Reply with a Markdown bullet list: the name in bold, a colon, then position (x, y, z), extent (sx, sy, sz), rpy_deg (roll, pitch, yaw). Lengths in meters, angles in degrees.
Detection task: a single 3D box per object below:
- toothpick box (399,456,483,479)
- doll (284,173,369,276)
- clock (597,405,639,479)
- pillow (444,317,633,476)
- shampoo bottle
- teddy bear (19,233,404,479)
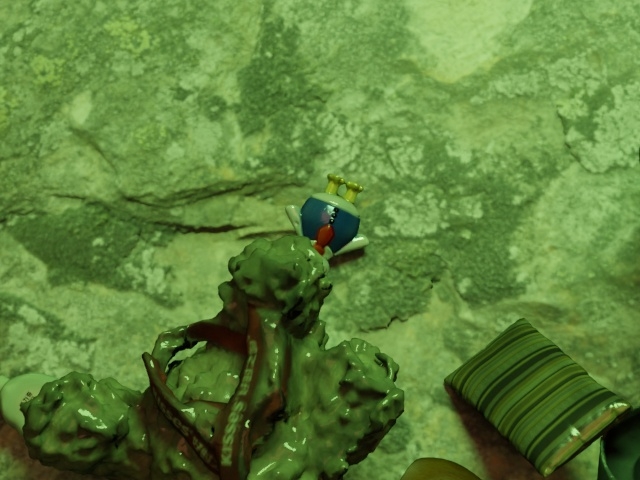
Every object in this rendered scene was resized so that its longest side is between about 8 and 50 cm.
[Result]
- **toothpick box**: position (0.197, 0.329, 1.392), extent (0.294, 0.192, 0.192), rpy_deg (24, 78, 15)
- **doll**: position (0.000, 0.000, 1.560), extent (0.098, 0.057, 0.143), rpy_deg (25, 83, -5)
- **clock**: position (0.395, 0.244, 1.367), extent (0.280, 0.280, 0.055), rpy_deg (11, 114, 7)
- **pillow**: position (0.213, 0.154, 1.457), extent (0.113, 0.038, 0.203), rpy_deg (-37, 33, -6)
- **shampoo bottle**: position (-0.304, 0.172, 1.542), extent (0.152, 0.045, 0.077), rpy_deg (31, 80, 12)
- **teddy bear**: position (-0.070, 0.229, 1.386), extent (0.357, 0.224, 0.367), rpy_deg (-32, 50, 4)
